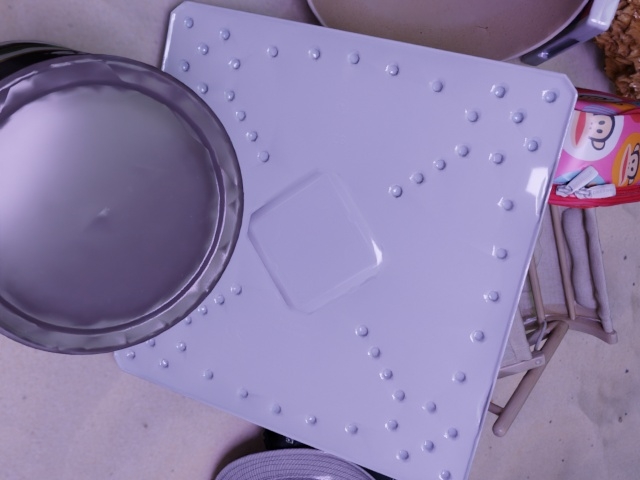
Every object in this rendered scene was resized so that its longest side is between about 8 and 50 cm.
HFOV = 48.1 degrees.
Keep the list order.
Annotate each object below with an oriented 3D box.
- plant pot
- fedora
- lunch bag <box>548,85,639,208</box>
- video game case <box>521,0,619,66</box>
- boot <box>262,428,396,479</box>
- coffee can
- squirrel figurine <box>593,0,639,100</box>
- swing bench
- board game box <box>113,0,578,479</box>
[{"bbox_3d":[0.129,-0.335,0.721,0.284,0.284,0.191,25,57,-34],"label":"plant pot"},{"bbox_3d":[-0.019,0.386,0.863,0.243,0.124,0.275,-7,126,11],"label":"fedora"},{"bbox_3d":[0.195,-0.116,0.767,0.258,0.293,0.120,-9,112,-48],"label":"lunch bag"},{"bbox_3d":[0.304,-0.316,0.814,0.025,0.285,0.204,18,97,0],"label":"video game case"},{"bbox_3d":[0.012,0.274,0.924,0.207,0.094,0.247,15,92,-36],"label":"boot"},{"bbox_3d":[-0.209,-0.054,0.581,0.201,0.275,0.202,-10,110,-28],"label":"coffee can"},{"bbox_3d":[0.537,-0.304,0.871,0.397,0.370,0.281,-29,86,5],"label":"squirrel figurine"},{"bbox_3d":[0.248,0.072,0.963,0.254,0.165,0.253,-31,118,-25],"label":"swing bench"},{"bbox_3d":[0.000,0.000,0.697,0.050,0.390,0.390,-17,122,-69],"label":"board game box"}]
